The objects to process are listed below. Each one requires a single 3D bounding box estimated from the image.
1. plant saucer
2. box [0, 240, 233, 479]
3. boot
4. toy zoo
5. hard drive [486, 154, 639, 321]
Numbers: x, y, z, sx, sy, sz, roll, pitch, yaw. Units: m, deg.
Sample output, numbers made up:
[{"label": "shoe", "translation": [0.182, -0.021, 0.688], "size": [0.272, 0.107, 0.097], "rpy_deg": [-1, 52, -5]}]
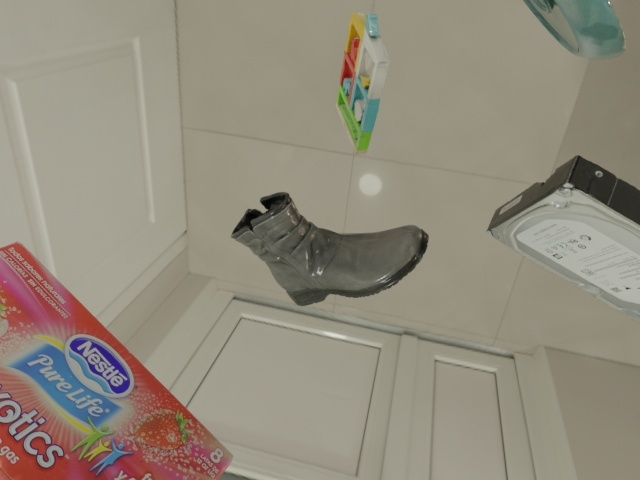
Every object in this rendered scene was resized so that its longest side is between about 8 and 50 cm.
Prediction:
[{"label": "plant saucer", "translation": [0.301, -0.368, 0.682], "size": [0.044, 0.317, 0.317], "rpy_deg": [-37, 103, 26]}, {"label": "box", "translation": [-0.252, 0.169, 0.442], "size": [0.300, 0.142, 0.154], "rpy_deg": [42, 121, 6]}, {"label": "boot", "translation": [0.000, 0.000, 0.886], "size": [0.338, 0.118, 0.222], "rpy_deg": [-23, 120, 34]}, {"label": "toy zoo", "translation": [0.091, -0.364, 1.104], "size": [0.030, 0.192, 0.293], "rpy_deg": [-7, 143, -14]}, {"label": "hard drive", "translation": [0.473, 0.018, 0.792], "size": [0.339, 0.064, 0.237], "rpy_deg": [30, 161, -1]}]
